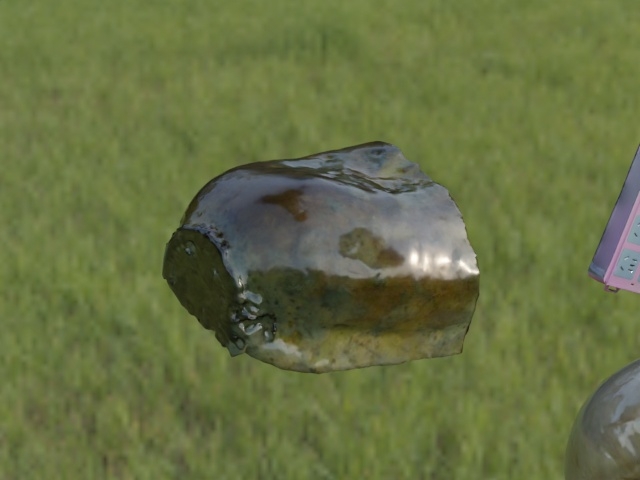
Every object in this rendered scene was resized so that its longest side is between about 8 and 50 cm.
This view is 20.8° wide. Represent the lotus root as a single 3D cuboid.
[{"bbox_3d":[-0.016,-0.006,1.699,0.260,0.149,0.267,-4,35,-29],"label":"lotus root"}]

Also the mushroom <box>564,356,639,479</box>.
[{"bbox_3d":[0.433,0.266,1.973,0.297,0.297,0.290,-4,47,-21],"label":"mushroom"}]

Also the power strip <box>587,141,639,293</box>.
[{"bbox_3d":[0.431,-0.057,2.219,0.109,0.279,0.037,14,11,-37],"label":"power strip"}]
